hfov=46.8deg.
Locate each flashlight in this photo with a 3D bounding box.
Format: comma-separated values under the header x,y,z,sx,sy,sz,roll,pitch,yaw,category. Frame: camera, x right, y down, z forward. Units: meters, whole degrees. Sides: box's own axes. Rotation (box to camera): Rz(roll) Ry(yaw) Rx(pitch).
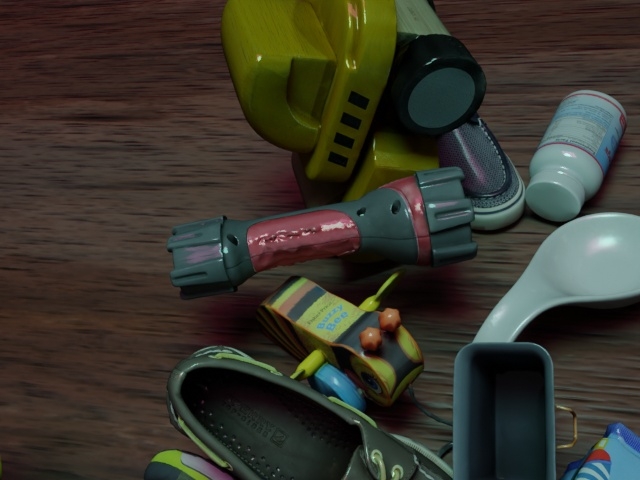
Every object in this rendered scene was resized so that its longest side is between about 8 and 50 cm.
x,y,z,sx,sy,sz,roll,pitch,yaw,category
0.000,0.000,0.750,0.303,0.103,0.103,-11,62,2,flashlight

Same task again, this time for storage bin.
x,y,z,sx,sy,sz,roll,pitch,yaw,category
0.177,0.161,0.651,0.098,0.091,0.135,-4,76,26,storage bin

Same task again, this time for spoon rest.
x,y,z,sx,sy,sz,roll,pitch,yaw,category
0.258,0.056,0.772,0.276,0.084,0.137,-39,41,-18,spoon rest

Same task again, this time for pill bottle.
x,y,z,sx,sy,sz,roll,pitch,yaw,category
0.307,-0.102,0.896,0.087,0.087,0.160,18,57,26,pill bottle

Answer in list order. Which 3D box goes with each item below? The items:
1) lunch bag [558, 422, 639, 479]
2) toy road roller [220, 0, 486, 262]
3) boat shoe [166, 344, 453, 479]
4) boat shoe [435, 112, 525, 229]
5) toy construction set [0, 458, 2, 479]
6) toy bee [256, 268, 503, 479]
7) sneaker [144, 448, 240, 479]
x,y,z,sx,sy,sz,roll,pitch,yaw,category
0.274,0.324,0.542,0.293,0.138,0.221,35,63,19,lunch bag
0.002,-0.145,0.820,0.240,0.330,0.203,1,45,-21,toy road roller
0.011,0.196,0.631,0.324,0.097,0.117,33,81,2,boat shoe
0.139,-0.168,0.943,0.127,0.158,0.341,-28,50,-10,boat shoe
-0.284,0.207,0.612,0.308,0.237,0.257,9,20,-12,toy construction set
0.047,0.101,0.740,0.298,0.162,0.195,12,53,22,toy bee
-0.068,0.292,0.646,0.299,0.111,0.121,27,70,36,sneaker
